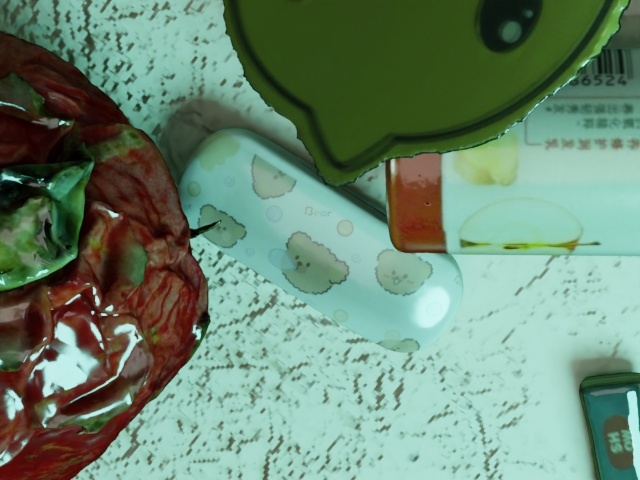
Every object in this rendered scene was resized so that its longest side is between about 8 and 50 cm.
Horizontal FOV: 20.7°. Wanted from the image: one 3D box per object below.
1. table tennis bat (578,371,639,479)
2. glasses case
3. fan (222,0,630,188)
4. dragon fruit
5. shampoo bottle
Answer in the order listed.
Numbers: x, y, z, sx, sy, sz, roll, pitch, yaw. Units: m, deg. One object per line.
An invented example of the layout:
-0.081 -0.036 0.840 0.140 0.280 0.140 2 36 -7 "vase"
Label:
0.185 0.216 0.986 0.173 0.022 0.301 -7 107 8 "table tennis bat"
0.000 0.000 0.932 0.164 0.041 0.063 32 107 -3 "glasses case"
0.063 -0.183 0.837 0.230 0.011 0.335 19 91 34 "fan"
-0.190 0.000 0.860 0.299 0.244 0.244 22 111 36 "dragon fruit"
0.174 -0.044 0.867 0.278 0.104 0.104 0 106 7 "shampoo bottle"
